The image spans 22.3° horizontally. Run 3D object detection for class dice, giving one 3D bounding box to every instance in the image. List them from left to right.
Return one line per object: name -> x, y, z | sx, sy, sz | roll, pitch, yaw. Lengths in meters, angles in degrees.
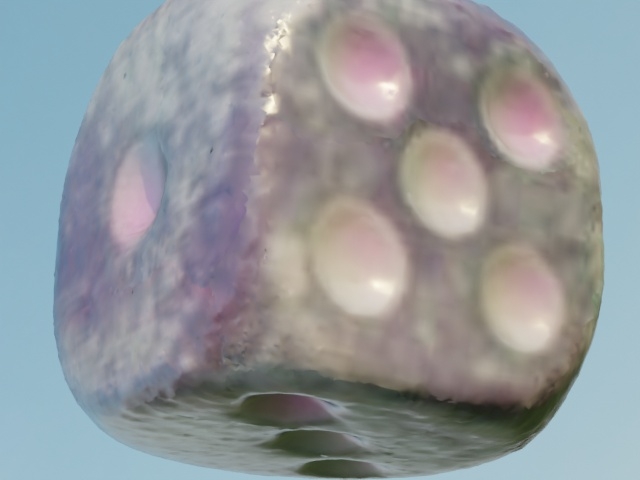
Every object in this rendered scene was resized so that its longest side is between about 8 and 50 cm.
dice -> 0.000, 0.000, 1.039 | 0.271, 0.270, 0.270 | 15, -23, -30
